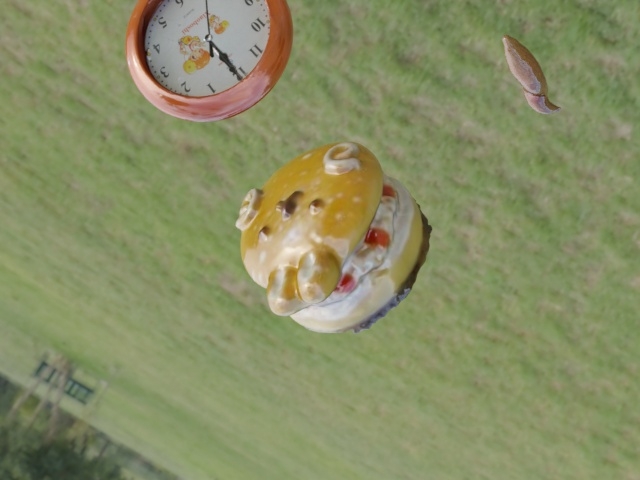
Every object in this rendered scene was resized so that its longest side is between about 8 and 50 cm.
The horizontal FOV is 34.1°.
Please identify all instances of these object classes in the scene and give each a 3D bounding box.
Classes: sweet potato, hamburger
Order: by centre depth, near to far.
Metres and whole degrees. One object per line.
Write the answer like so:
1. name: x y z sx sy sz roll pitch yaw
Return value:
1. hamburger: 0.000 0.000 1.493 0.261 0.302 0.186 -16 139 35
2. sweet potato: 0.387 -0.302 1.928 0.055 0.058 0.202 -17 133 25

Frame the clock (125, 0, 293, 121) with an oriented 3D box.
1. clock: -0.132 -0.238 1.232 0.205 0.205 0.051 25 175 16
